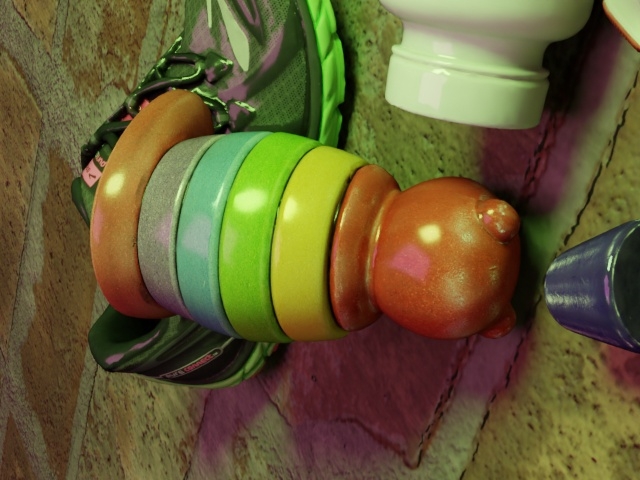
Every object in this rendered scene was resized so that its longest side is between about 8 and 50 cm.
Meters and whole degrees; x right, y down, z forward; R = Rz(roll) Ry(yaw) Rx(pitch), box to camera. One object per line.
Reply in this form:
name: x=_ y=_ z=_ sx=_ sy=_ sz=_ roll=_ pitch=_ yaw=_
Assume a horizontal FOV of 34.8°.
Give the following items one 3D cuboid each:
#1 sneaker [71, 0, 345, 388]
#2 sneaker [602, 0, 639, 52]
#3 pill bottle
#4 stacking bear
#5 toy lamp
sneaker: x=-0.112 y=-0.073 z=0.911 sx=0.185 sy=0.202 sz=0.482 roll=35 pitch=122 yaw=52
sneaker: x=0.213 y=-0.119 z=0.476 sx=0.221 sy=0.087 sz=0.128 roll=-109 pitch=36 yaw=-50
pill bottle: x=0.107 y=-0.198 z=0.619 sx=0.136 sy=0.136 sz=0.245 roll=32 pitch=119 yaw=53
stacking bear: x=0.000 y=0.000 z=0.733 sx=0.289 sy=0.164 sz=0.175 roll=7 pitch=116 yaw=21
toy lamp: x=0.224 y=0.018 z=0.507 sx=0.275 sy=0.080 sz=0.080 roll=-12 pitch=82 yaw=57
